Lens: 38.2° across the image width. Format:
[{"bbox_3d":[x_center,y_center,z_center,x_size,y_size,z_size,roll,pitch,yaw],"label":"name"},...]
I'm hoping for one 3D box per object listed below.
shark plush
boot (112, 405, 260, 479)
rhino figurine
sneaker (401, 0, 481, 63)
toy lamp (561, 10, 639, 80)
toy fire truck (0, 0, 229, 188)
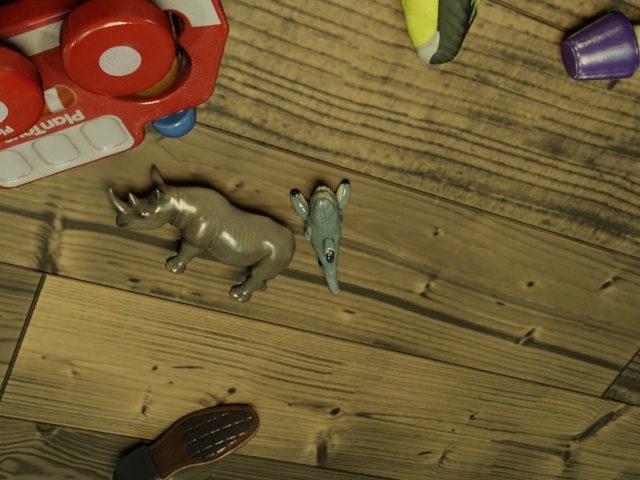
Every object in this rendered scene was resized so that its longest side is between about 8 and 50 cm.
[{"bbox_3d":[0.000,0.000,1.118,0.073,0.067,0.161,-2,126,-13],"label":"shark plush"},{"bbox_3d":[-0.178,0.306,1.315,0.219,0.082,0.106,-25,150,0],"label":"boot"},{"bbox_3d":[-0.137,-0.012,1.074,0.243,0.073,0.106,26,120,-27],"label":"rhino figurine"},{"bbox_3d":[0.089,-0.346,0.866,0.147,0.145,0.384,8,133,18],"label":"sneaker"},{"bbox_3d":[0.408,-0.240,1.033,0.275,0.080,0.080,-16,128,0],"label":"toy lamp"},{"bbox_3d":[-0.234,-0.168,0.899,0.302,0.169,0.254,-19,152,1],"label":"toy fire truck"}]
